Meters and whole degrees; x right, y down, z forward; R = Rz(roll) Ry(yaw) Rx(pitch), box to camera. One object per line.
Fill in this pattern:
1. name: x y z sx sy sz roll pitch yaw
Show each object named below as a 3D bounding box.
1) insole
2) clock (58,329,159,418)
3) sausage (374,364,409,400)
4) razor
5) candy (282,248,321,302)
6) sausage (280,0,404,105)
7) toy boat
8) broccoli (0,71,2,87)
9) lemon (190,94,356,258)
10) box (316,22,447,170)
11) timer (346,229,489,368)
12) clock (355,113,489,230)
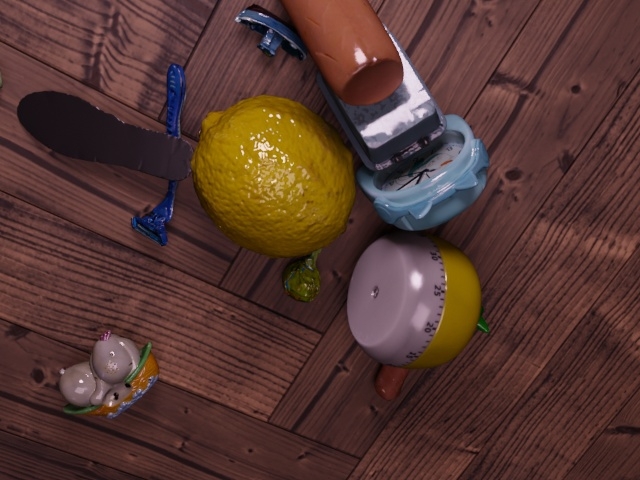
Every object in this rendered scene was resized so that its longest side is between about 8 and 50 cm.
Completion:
1. insole: -0.375 -0.180 1.267 0.322 0.007 0.109 17 107 -1
2. clock: -0.426 0.270 1.445 0.231 0.103 0.144 -41 111 8
3. sausage: 0.164 0.274 1.557 0.065 0.065 0.169 19 110 -16
4. razor: -0.274 -0.156 1.310 0.056 0.093 0.324 -10 119 -50
5. candy: -0.002 0.000 1.413 0.077 0.073 0.262 22 103 -6
6. sausage: 0.019 -0.353 1.144 0.121 0.304 0.121 -22 156 -11
7. toy boat: -0.083 -0.349 1.242 0.137 0.060 0.061 32 84 -23
8. broccoli: -0.613 -0.277 1.171 0.194 0.194 0.220 -5 91 -6
9. lemon: -0.072 -0.102 1.243 0.322 0.268 0.268 32 106 -16
10. box: 0.100 -0.248 1.241 0.162 0.130 0.227 -30 82 6
11. timer: 0.216 0.122 1.395 0.285 0.285 0.285 -3 114 -7
12. clock: 0.187 -0.107 1.272 0.223 0.274 0.094 -31 117 8
